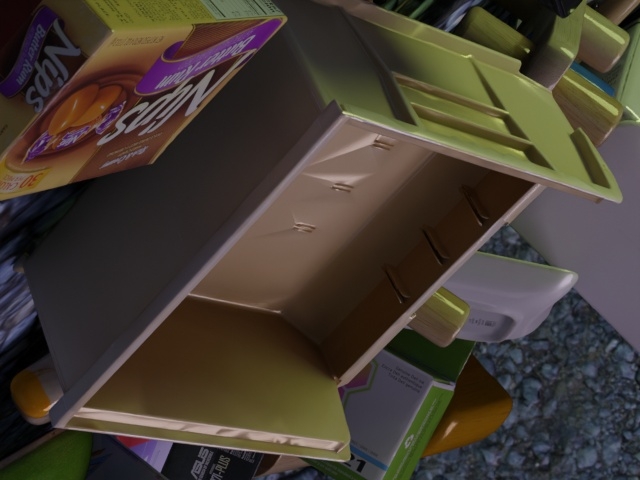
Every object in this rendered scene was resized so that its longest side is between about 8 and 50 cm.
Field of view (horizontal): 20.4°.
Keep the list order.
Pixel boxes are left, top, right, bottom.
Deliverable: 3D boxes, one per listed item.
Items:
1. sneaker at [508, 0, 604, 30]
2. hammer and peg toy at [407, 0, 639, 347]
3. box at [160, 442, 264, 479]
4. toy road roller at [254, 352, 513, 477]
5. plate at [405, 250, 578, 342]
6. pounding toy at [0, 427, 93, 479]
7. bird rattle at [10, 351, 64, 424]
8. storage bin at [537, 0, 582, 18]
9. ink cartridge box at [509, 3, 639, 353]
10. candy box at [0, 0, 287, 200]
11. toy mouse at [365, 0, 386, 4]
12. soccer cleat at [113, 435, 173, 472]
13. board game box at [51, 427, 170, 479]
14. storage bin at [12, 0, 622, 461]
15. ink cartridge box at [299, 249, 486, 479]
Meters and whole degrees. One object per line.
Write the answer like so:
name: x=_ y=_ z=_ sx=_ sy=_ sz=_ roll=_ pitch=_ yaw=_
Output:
sneaker: x=0.266 y=-0.237 z=1.502 sx=0.271 sy=0.108 sz=0.100 roll=-40 pitch=174 yaw=-6
hammer and peg toy: x=0.121 y=-0.099 z=1.330 sx=0.266 sy=0.127 sz=0.361 roll=-55 pitch=-177 yaw=24
box: x=-0.075 y=0.151 z=1.564 sx=0.147 sy=0.078 sz=0.180 roll=-67 pitch=-179 yaw=-61
toy road roller: x=0.049 y=0.165 z=1.899 sx=0.202 sy=0.240 sz=0.329 roll=-4 pitch=136 yaw=-54
plate: x=0.073 y=0.043 z=1.566 sx=0.277 sy=0.278 sz=0.045 roll=89 pitch=12 yaw=-79
pounding toy: x=-0.251 y=0.233 z=1.339 sx=0.237 sy=0.110 sz=0.183 roll=-31 pitch=179 yaw=29
bird rattle: x=-0.133 y=0.062 z=1.293 sx=0.207 sy=0.143 sz=0.253 roll=-30 pitch=-176 yaw=-3
storage bin: x=0.147 y=-0.221 z=0.948 sx=0.180 sy=0.084 sz=0.122 roll=-54 pitch=167 yaw=3
ink cartridge box: x=0.340 y=-0.080 z=1.620 sx=0.166 sy=0.285 sz=0.395 roll=-39 pitch=-166 yaw=35
candy box: x=-0.099 y=-0.077 z=0.800 sx=0.109 sy=0.053 sz=0.187 roll=-45 pitch=170 yaw=20
toy mouse: x=0.058 y=-0.187 z=1.025 sx=0.161 sy=0.031 sz=0.143 roll=-51 pitch=168 yaw=34
soccer cleat: x=-0.199 y=0.203 z=1.698 sx=0.318 sy=0.109 sz=0.116 roll=-31 pitch=146 yaw=-46
board game box: x=-0.240 y=0.303 z=1.431 sx=0.318 sy=0.066 sz=0.318 roll=-46 pitch=-156 yaw=-11
storage bin: x=0.000 y=0.000 z=1.054 sx=0.260 sy=0.123 sz=0.262 roll=14 pitch=129 yaw=-43
ink cartridge box: x=0.043 y=0.095 z=1.730 sx=0.255 sy=0.189 sz=0.097 roll=-63 pitch=160 yaw=3
